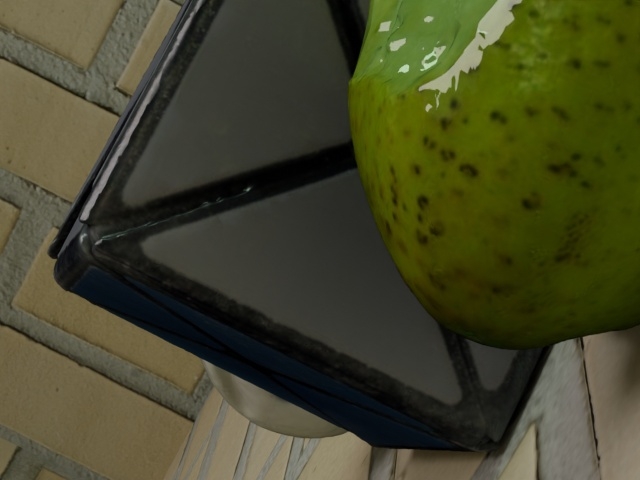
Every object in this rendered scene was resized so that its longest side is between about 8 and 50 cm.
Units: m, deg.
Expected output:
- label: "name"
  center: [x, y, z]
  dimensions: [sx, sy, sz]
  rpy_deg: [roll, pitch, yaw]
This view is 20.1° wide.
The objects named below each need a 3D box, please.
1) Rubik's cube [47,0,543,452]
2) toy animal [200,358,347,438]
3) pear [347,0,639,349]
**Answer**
- label: "Rubik's cube"
  center: [0.012, -0.042, 1.050]
  dimensions: [0.255, 0.260, 0.259]
  rpy_deg: [-65, 11, -11]
- label: "toy animal"
  center: [-0.011, -0.016, 1.273]
  dimensions: [0.289, 0.249, 0.174]
  rpy_deg: [-64, 14, -6]
- label: "pear"
  center: [0.097, -0.083, 0.798]
  dimensions: [0.292, 0.159, 0.292]
  rpy_deg: [-55, 23, 38]
